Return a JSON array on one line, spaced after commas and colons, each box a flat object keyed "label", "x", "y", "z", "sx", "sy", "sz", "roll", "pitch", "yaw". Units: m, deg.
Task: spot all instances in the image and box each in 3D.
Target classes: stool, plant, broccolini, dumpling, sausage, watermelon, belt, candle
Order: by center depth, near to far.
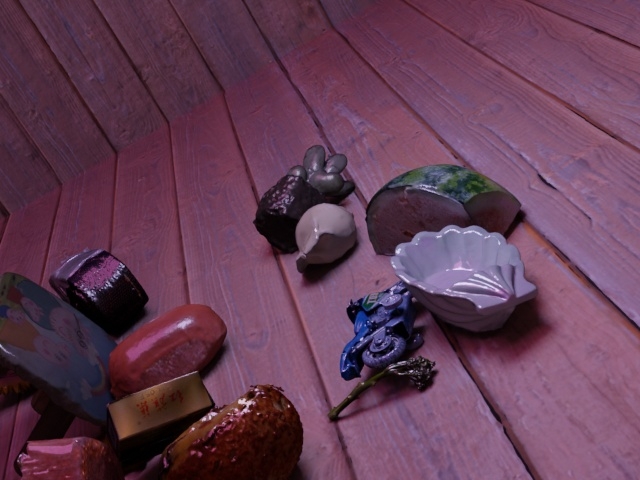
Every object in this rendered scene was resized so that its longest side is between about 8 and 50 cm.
[{"label": "candle", "x": -0.354, "y": 0.405, "z": 1.486, "sx": 0.132, "sy": 0.287, "sz": 0.317, "roll": -7, "pitch": 23, "yaw": 0}, {"label": "broccolini", "x": 0.089, "y": 0.227, "z": 1.590, "sx": 0.194, "sy": 0.052, "sz": 0.054, "roll": -24, "pitch": 21, "yaw": 15}, {"label": "watermelon", "x": 0.208, "y": -0.052, "z": 1.900, "sx": 0.224, "sy": 0.180, "sz": 0.305, "roll": 7, "pitch": -8, "yaw": -39}, {"label": "sausage", "x": -0.299, "y": 0.217, "z": 1.945, "sx": 0.254, "sy": 0.148, "sz": 0.148, "roll": -36, "pitch": 25, "yaw": -10}, {"label": "stool", "x": -0.568, "y": 0.263, "z": 1.962, "sx": 0.226, "sy": 0.310, "sz": 0.310, "roll": -45, "pitch": 21, "yaw": 14}, {"label": "dumpling", "x": 0.003, "y": 0.002, "z": 2.075, "sx": 0.155, "sy": 0.181, "sz": 0.111, "roll": -52, "pitch": 54, "yaw": 25}, {"label": "plant", "x": -0.031, "y": -0.106, "z": 2.249, "sx": 0.149, "sy": 0.146, "sz": 0.274, "roll": -10, "pitch": 31, "yaw": 43}, {"label": "belt", "x": -0.528, "y": 0.123, "z": 2.343, "sx": 0.164, "sy": 0.184, "sz": 0.289, "roll": -46, "pitch": 22, "yaw": -20}]

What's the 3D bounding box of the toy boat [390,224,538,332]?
[{"label": "toy boat", "x": 0.235, "y": 0.067, "z": 1.642, "sx": 0.199, "sy": 0.100, "sz": 0.290, "roll": -21, "pitch": 24, "yaw": -14}]

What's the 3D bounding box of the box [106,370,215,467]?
[{"label": "box", "x": -0.265, "y": 0.296, "z": 1.640, "sx": 0.159, "sy": 0.071, "sz": 0.240, "roll": -20, "pitch": -18, "yaw": -19}]

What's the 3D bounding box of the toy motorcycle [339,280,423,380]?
[{"label": "toy motorcycle", "x": 0.095, "y": 0.144, "z": 1.690, "sx": 0.136, "sy": 0.092, "sz": 0.254, "roll": -20, "pitch": 23, "yaw": 24}]

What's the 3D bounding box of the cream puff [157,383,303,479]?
[{"label": "cream puff", "x": -0.129, "y": 0.322, "z": 1.505, "sx": 0.240, "sy": 0.164, "sz": 0.240, "roll": -31, "pitch": 3, "yaw": 2}]

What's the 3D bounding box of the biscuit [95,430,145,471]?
[{"label": "biscuit", "x": -0.364, "y": 0.384, "z": 1.835, "sx": 0.175, "sy": 0.026, "sz": 0.124, "roll": -4, "pitch": 36, "yaw": 45}]

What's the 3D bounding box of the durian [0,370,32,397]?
[{"label": "durian", "x": -0.640, "y": 0.270, "z": 2.284, "sx": 0.341, "sy": 0.112, "sz": 0.191, "roll": -18, "pitch": 17, "yaw": 8}]
